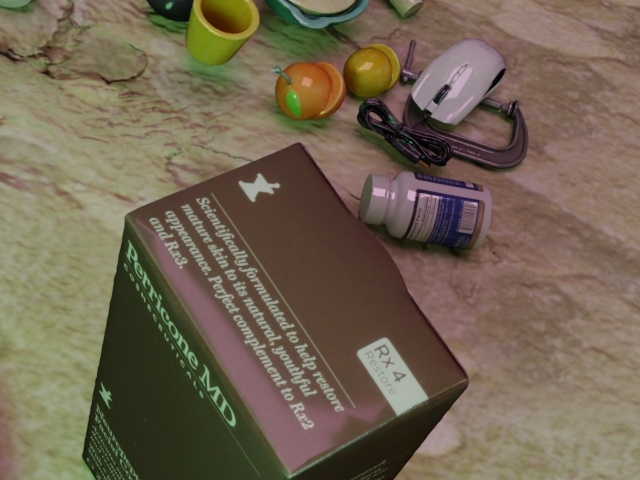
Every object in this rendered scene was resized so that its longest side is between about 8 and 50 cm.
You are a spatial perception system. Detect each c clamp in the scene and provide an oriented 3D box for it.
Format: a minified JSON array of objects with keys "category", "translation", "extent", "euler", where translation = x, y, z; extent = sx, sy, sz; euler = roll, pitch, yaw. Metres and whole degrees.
[{"category":"c clamp","translation":[0.155,-0.145,1.333],"extent":[0.160,0.022,0.137],"euler":[23,54,0]}]

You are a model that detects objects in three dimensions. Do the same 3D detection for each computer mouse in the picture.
[{"category":"computer mouse","translation":[-0.108,-0.301,1.356],"extent":[0.071,0.041,0.242],"euler":[31,48,16]},{"category":"computer mouse","translation":[0.132,-0.160,1.302],"extent":[0.106,0.042,0.193],"euler":[36,60,11]}]

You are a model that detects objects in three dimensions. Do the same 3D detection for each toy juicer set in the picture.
[{"category":"toy juicer set","translation":[0.020,-0.259,1.314],"extent":[0.209,0.089,0.329],"euler":[38,53,-1]}]

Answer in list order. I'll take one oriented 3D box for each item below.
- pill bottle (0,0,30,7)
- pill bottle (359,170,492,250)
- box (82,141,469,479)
[{"category":"pill bottle","translation":[-0.310,-0.301,1.272],"extent":[0.065,0.065,0.116],"euler":[15,55,-7]},{"category":"pill bottle","translation":[0.102,-0.031,1.214],"extent":[0.120,0.067,0.067],"euler":[10,55,-10]},{"category":"box","translation":[-0.054,0.129,0.864],"extent":[0.143,0.381,0.191],"euler":[-24,67,-28]}]
